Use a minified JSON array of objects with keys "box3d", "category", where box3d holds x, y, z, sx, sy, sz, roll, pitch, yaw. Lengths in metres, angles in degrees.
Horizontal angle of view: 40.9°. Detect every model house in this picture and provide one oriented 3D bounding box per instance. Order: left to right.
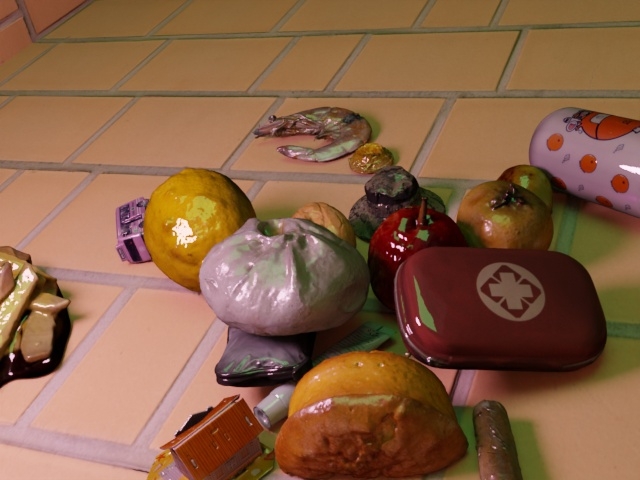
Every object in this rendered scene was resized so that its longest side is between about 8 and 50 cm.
[{"box3d":[-0.217,0.364,1.530,0.219,0.135,0.207,-33,41,-27],"category":"model house"}]

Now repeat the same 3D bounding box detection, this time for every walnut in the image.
[{"box3d":[0.000,0.000,1.976,0.159,0.159,0.206,-22,35,-13],"category":"walnut"}]

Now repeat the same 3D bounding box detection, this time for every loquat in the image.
[{"box3d":[0.397,-0.033,1.850,0.213,0.213,0.213,-8,34,6],"category":"loquat"}]

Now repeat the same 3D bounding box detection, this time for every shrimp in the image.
[{"box3d":[-0.031,-0.306,2.499,0.361,0.085,0.246,2,43,14],"category":"shrimp"}]

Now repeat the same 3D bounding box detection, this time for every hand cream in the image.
[{"box3d":[0.008,0.252,1.690,0.331,0.058,0.085,-35,30,-29],"category":"hand cream"}]

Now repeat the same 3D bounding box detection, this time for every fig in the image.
[{"box3d":[0.471,-0.107,2.005,0.121,0.136,0.152,9,49,-41],"category":"fig"}]

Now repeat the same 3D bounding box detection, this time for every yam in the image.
[{"box3d":[0.298,0.389,1.397,0.071,0.067,0.317,-18,31,14],"category":"yam"}]

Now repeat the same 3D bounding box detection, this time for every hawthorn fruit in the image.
[{"box3d":[0.210,0.017,1.793,0.210,0.265,0.230,-12,35,-25],"category":"hawthorn fruit"}]

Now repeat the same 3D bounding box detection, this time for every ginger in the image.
[{"box3d":[-0.767,0.153,1.946,0.359,0.211,0.413,-26,37,-16],"category":"ginger"}]

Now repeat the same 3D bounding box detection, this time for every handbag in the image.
[{"box3d":[-0.104,0.200,1.746,0.192,0.074,0.332,-7,21,5],"category":"handbag"}]

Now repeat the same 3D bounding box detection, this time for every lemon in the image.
[{"box3d":[-0.276,-0.018,1.996,0.286,0.285,0.316,-5,60,11],"category":"lemon"}]

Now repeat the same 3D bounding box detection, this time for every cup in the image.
[{"box3d":[0.656,-0.187,1.990,0.212,0.212,0.317,-35,38,-29],"category":"cup"}]

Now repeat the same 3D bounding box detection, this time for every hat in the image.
[{"box3d":[0.177,-0.108,2.099,0.266,0.128,0.265,-9,37,7],"category":"hat"}]

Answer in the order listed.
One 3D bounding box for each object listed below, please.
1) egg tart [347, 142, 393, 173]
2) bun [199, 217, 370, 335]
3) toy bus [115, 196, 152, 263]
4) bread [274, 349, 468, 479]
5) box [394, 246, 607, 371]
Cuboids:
[{"box3d":[0.135,-0.229,2.349,0.131,0.052,0.130,-8,38,6],"category":"egg tart"},{"box3d":[-0.066,0.057,1.728,0.355,0.194,0.354,-2,20,1],"category":"bun"},{"box3d":[-0.471,-0.026,2.205,0.108,0.096,0.199,-19,33,-3],"category":"toy bus"},{"box3d":[0.082,0.295,1.500,0.340,0.178,0.194,-4,34,11],"category":"bread"},{"box3d":[0.338,0.126,1.612,0.404,0.108,0.263,2,51,-11],"category":"box"}]
